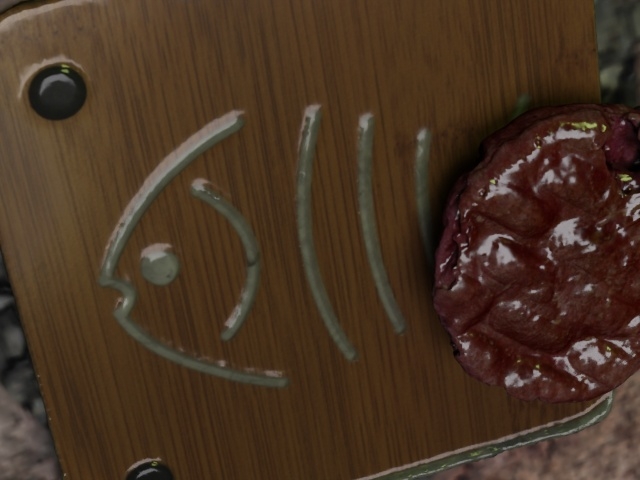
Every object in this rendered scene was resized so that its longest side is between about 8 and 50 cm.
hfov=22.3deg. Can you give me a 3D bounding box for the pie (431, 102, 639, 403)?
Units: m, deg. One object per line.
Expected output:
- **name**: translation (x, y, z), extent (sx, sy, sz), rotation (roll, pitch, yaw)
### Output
- **pie**: translation (0.117, 0.005, 0.753), extent (0.153, 0.038, 0.153), rotation (-7, 119, -12)

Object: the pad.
- **pad**: translation (0.000, 0.000, 0.745), extent (0.284, 0.018, 0.286), rotation (-15, 118, -10)
